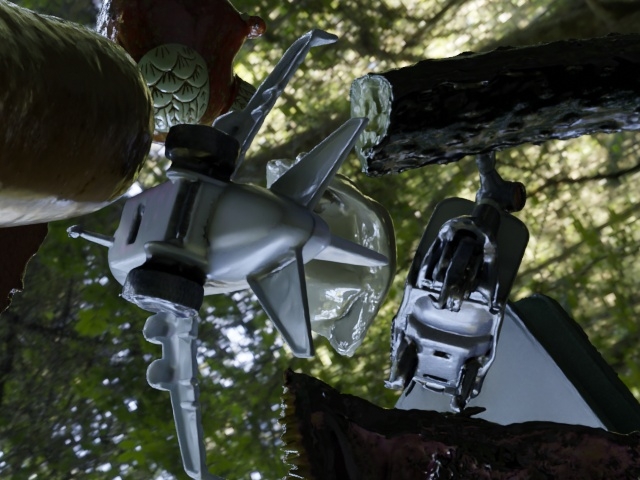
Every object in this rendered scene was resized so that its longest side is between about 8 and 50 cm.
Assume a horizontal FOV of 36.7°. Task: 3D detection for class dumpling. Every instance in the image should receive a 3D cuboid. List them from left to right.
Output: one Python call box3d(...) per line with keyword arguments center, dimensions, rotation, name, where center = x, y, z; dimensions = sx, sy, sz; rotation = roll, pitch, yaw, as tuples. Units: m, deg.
box3d(center=(0.000, 0.000, 0.917), dimensions=(0.132, 0.162, 0.250), rotation=(-5, -149, -25), name="dumpling")

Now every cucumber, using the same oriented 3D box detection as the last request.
box3d(center=(0.171, -0.103, 0.671), dimensions=(0.303, 0.072, 0.081), rotation=(-10, -130, -6), name="cucumber")

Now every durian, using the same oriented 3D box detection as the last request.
box3d(center=(0.065, 0.140, 0.404), dimensions=(0.186, 0.108, 0.119), rotation=(9, -124, 12), name="durian")

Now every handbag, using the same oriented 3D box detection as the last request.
box3d(center=(0.205, 0.223, 0.930), dimensions=(0.089, 0.238, 0.326), rotation=(9, -146, -38), name="handbag")

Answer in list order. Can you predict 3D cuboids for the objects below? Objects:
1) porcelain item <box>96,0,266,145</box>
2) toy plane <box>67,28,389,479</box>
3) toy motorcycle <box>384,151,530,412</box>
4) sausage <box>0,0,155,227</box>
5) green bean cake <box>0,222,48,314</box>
box3d(center=(-0.183, -0.255, 1.326), dimensions=(0.253, 0.253, 0.253), rotation=(20, -126, -31), name="porcelain item")
box3d(center=(-0.069, -0.001, 0.541), dimensions=(0.101, 0.255, 0.251), rotation=(22, -106, -32), name="toy plane")
box3d(center=(0.118, 0.042, 0.811), dimensions=(0.090, 0.263, 0.157), rotation=(19, -123, 12), name="toy motorcycle")
box3d(center=(-0.187, -0.062, 0.392), dimensions=(0.501, 0.136, 0.123), rotation=(-10, -81, -84), name="sausage")
box3d(center=(-0.406, -0.048, 1.195), dimensions=(0.198, 0.097, 0.233), rotation=(25, -113, 24), name="green bean cake")
